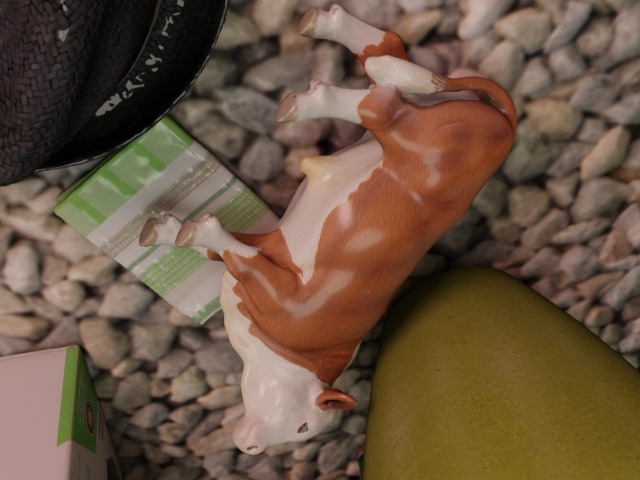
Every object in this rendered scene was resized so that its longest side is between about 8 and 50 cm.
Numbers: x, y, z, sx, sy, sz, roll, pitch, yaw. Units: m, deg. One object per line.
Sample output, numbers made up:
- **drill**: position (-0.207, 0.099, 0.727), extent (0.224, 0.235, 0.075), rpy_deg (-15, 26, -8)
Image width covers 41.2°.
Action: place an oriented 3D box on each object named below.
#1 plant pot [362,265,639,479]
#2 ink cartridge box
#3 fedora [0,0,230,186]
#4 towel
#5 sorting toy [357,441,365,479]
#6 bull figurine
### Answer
- **plant pot**: position (0.142, 0.162, 0.628), extent (0.274, 0.294, 0.275), rpy_deg (-5, 126, -7)
- **ink cartridge box**: position (-0.220, 0.254, 0.686), extent (0.114, 0.198, 0.273), rpy_deg (-10, 128, -5)
- **fedora**: position (-0.188, -0.148, 0.424), extent (0.333, 0.153, 0.334), rpy_deg (-5, 127, -7)
- **towel**: position (-0.101, -0.013, 0.626), extent (0.113, 0.023, 0.152), rpy_deg (-37, 122, 14)
- **sorting toy**: position (-0.036, 0.273, 0.705), extent (0.127, 0.365, 0.126), rpy_deg (-5, 103, 40)
- **bull figurine**: position (0.000, 0.000, 0.585), extent (0.188, 0.101, 0.310), rpy_deg (32, 99, -30)
